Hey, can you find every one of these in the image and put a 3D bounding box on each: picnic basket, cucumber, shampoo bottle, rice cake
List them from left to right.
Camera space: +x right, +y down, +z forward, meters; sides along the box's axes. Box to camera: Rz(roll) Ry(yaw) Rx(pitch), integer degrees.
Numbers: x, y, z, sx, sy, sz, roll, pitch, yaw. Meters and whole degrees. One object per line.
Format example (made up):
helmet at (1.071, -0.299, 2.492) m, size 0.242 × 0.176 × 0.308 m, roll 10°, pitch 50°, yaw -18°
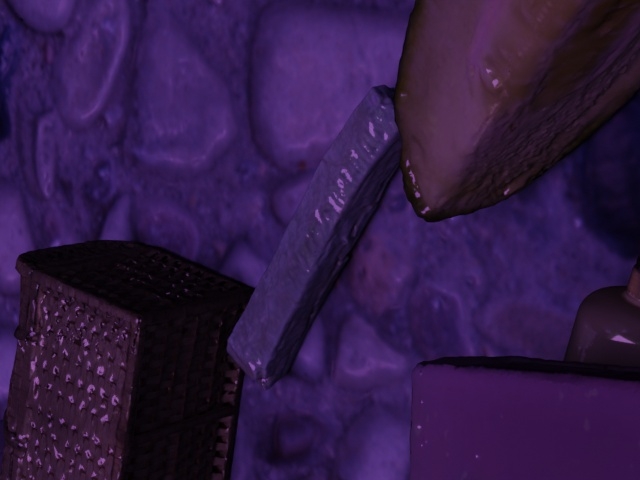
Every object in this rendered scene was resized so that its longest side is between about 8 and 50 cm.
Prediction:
picnic basket at (-0.156, 0.112, 1.286) m, size 0.154 × 0.134 × 0.196 m, roll 21°, pitch 111°, yaw 33°
rice cake at (0.000, 0.000, 1.193) m, size 0.045 × 0.042 × 0.245 m, roll 46°, pitch 124°, yaw 28°
cucumber at (0.137, -0.146, 0.990) m, size 0.105 × 0.145 × 0.325 m, roll 61°, pitch 143°, yaw 29°
shampoo bottle at (0.182, 0.076, 1.027) m, size 0.079 × 0.079 × 0.162 m, roll 26°, pitch 114°, yaw 34°

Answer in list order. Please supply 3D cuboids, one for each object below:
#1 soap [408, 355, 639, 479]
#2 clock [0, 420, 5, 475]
soap at (0.180, 0.208, 0.902) m, size 0.296 × 0.107 × 0.285 m, roll 0°, pitch 90°, yaw 47°
clock at (-0.334, 0.261, 1.388) m, size 0.189 × 0.254 × 0.188 m, roll 8°, pitch 104°, yaw 34°
